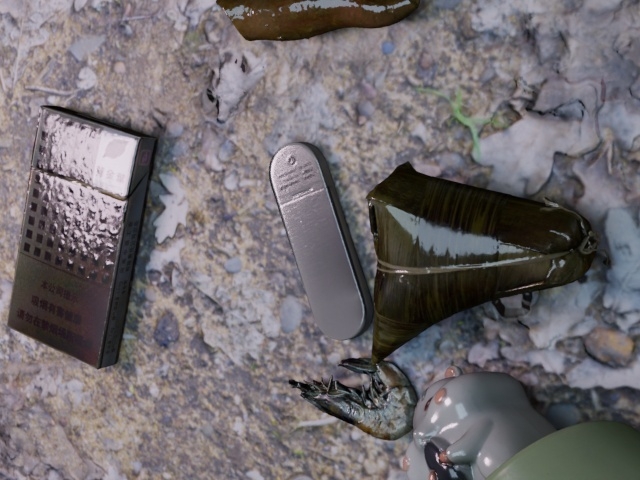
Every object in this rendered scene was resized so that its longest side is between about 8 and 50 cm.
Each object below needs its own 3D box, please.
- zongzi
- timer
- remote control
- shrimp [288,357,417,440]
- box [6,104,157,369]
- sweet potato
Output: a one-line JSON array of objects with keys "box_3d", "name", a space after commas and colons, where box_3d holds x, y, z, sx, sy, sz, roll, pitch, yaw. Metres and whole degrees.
[{"box_3d": [0.170, 0.056, 1.129, 0.248, 0.111, 0.241, 14, 120, 23], "name": "zongzi"}, {"box_3d": [0.199, 0.254, 1.056, 0.315, 0.291, 0.290, 49, 119, 44], "name": "timer"}, {"box_3d": [0.000, 0.000, 1.257, 0.077, 0.022, 0.244, -21, 84, 28], "name": "remote control"}, {"box_3d": [0.041, 0.177, 1.249, 0.161, 0.034, 0.091, 16, 91, 22], "name": "shrimp"}, {"box_3d": [-0.330, -0.006, 1.439, 0.180, 0.047, 0.324, 20, 106, 27], "name": "box"}, {"box_3d": [0.001, -0.265, 1.204, 0.244, 0.077, 0.077, 1, 96, 21], "name": "sweet potato"}]
